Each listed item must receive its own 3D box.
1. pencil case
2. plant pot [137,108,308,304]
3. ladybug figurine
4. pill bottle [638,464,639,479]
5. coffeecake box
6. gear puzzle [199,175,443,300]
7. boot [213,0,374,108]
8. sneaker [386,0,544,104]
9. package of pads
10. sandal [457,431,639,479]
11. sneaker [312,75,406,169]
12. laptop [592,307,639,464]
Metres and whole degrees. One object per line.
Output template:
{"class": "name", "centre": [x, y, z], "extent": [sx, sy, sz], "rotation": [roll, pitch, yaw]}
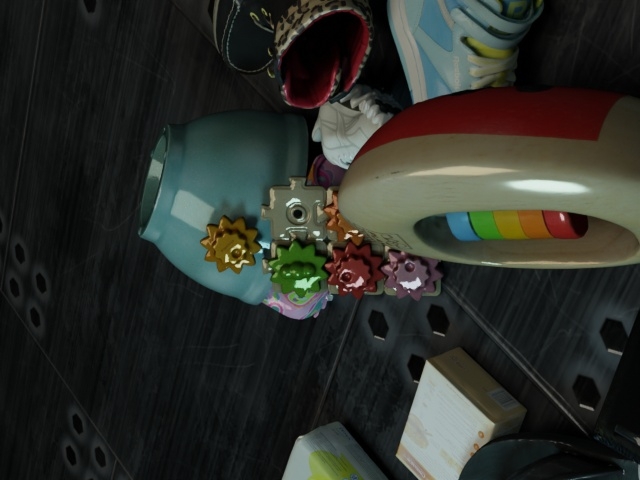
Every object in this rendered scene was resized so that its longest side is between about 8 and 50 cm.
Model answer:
{"class": "pencil case", "centre": [-0.003, -0.002, 2.198], "extent": [0.124, 0.124, 0.284], "rotation": [55, 141, 26]}
{"class": "plant pot", "centre": [-0.157, -0.066, 2.205], "extent": [0.293, 0.196, 0.293], "rotation": [-167, 90, -75]}
{"class": "ladybug figurine", "centre": [0.227, -0.074, 1.693], "extent": [0.449, 0.305, 0.162], "rotation": [1, 71, 24]}
{"class": "pill bottle", "centre": [0.475, 0.324, 1.484], "extent": [0.210, 0.210, 0.363], "rotation": [8, 135, 53]}
{"class": "coffeecake box", "centre": [0.192, 0.267, 2.063], "extent": [0.142, 0.068, 0.185], "rotation": [43, 134, 35]}
{"class": "gear puzzle", "centre": [0.000, 0.000, 2.054], "extent": [0.044, 0.339, 0.175], "rotation": [-75, -15, -71]}
{"class": "boot", "centre": [-0.039, -0.296, 2.041], "extent": [0.377, 0.138, 0.284], "rotation": [-51, 35, 42]}
{"class": "sneaker", "centre": [0.206, -0.211, 1.823], "extent": [0.208, 0.127, 0.319], "rotation": [-29, 81, 53]}
{"class": "package of pads", "centre": [0.023, 0.456, 2.339], "extent": [0.229, 0.101, 0.296], "rotation": [47, 136, 32]}
{"class": "sandal", "centre": [0.315, 0.327, 1.837], "extent": [0.446, 0.107, 0.167], "rotation": [-10, 101, 49]}
{"class": "sneaker", "centre": [0.067, -0.138, 1.987], "extent": [0.118, 0.110, 0.292], "rotation": [-61, 25, 11]}
{"class": "laptop", "centre": [0.512, 0.074, 1.297], "extent": [0.382, 0.236, 0.408], "rotation": [30, 105, 46]}
